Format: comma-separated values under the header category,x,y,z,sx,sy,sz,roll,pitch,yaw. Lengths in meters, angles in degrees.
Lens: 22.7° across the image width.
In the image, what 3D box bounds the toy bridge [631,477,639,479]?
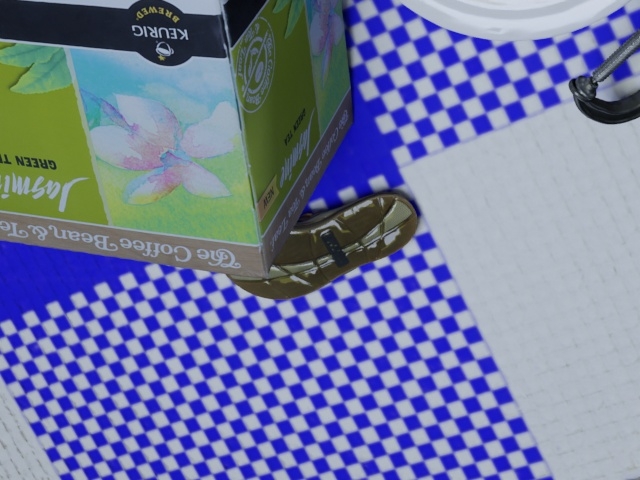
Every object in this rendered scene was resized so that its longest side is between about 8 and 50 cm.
category,x,y,z,sx,sy,sz,roll,pitch,yaw
toy bridge,0.343,0.199,1.340,0.188,0.026,0.063,-12,107,26

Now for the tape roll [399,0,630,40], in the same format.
category,x,y,z,sx,sy,sz,roll,pitch,yaw
tape roll,0.146,-0.292,1.155,0.286,0.100,0.286,9,115,19

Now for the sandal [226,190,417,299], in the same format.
category,x,y,z,sx,sy,sz,roll,pitch,yaw
sandal,0.000,0.000,1.383,0.180,0.049,0.072,-20,110,14

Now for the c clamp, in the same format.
category,x,y,z,sx,sy,sz,roll,pitch,yaw
c clamp,0.242,-0.143,1.179,0.161,0.137,0.022,-49,53,36

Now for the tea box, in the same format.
category,x,y,z,sx,sy,sz,roll,pitch,yaw
tea box,-0.172,-0.175,1.232,0.329,0.220,0.323,7,132,20
